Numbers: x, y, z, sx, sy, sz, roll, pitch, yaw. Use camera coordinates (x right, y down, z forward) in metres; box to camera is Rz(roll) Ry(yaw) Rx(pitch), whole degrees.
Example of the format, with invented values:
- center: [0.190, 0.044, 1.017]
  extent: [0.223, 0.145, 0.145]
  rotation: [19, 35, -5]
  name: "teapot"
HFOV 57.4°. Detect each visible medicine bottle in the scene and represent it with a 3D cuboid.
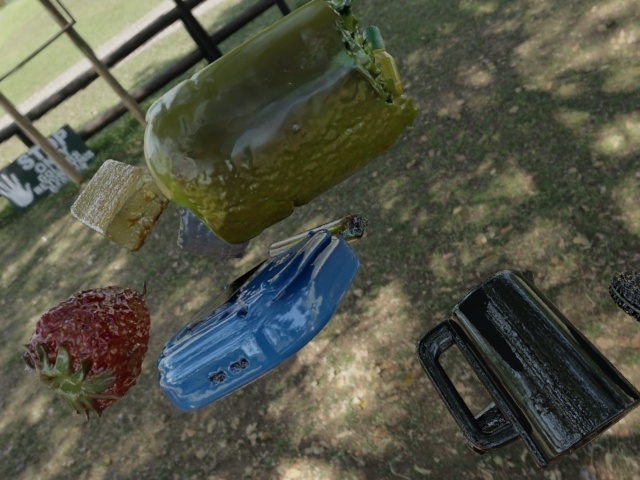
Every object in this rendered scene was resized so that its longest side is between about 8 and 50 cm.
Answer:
- center: [0.151, -0.449, 1.488]
  extent: [0.095, 0.064, 0.261]
  rotation: [121, 146, -50]
  name: "medicine bottle"

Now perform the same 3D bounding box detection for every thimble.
- center: [-0.247, -0.058, 1.398]
  extent: [0.205, 0.172, 0.236]
  rotation: [-89, 17, -47]
  name: "thimble"

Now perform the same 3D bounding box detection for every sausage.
- center: [0.000, 0.000, 1.543]
  extent: [0.371, 0.082, 0.082]
  rotation: [-19, 39, 48]
  name: "sausage"

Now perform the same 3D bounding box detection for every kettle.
- center: [0.367, 0.239, 1.061]
  extent: [0.262, 0.203, 0.308]
  rotation: [-49, 56, 22]
  name: "kettle"

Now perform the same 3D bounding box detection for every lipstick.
- center: [0.429, 0.342, 1.236]
  extent: [0.299, 0.081, 0.081]
  rotation: [-41, 37, 11]
  name: "lipstick"

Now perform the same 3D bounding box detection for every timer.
- center: [-0.096, 0.114, 0.928]
  extent: [0.309, 0.115, 0.340]
  rotation: [-34, 7, 25]
  name: "timer"

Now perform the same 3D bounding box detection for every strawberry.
- center: [-0.527, 0.224, 1.410]
  extent: [0.292, 0.292, 0.344]
  rotation: [-12, 36, 29]
  name: "strawberry"

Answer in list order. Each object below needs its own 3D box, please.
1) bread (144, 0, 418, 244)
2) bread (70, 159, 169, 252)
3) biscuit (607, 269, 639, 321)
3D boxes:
- center: [-0.062, -0.160, 0.847]
  extent: [0.376, 0.251, 0.208]
  rotation: [-31, 26, 2]
  name: "bread"
- center: [-0.476, -0.090, 1.401]
  extent: [0.274, 0.114, 0.185]
  rotation: [19, 73, 48]
  name: "bread"
- center: [0.604, 0.116, 1.032]
  extent: [0.194, 0.194, 0.053]
  rotation: [53, 132, 52]
  name: "biscuit"
